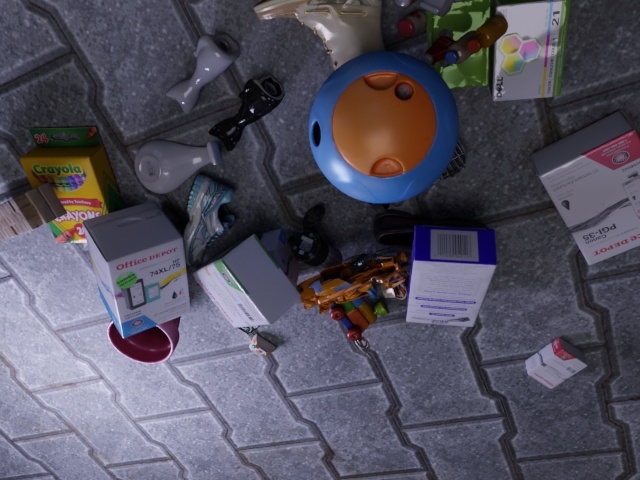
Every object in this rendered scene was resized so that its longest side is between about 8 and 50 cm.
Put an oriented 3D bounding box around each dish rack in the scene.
[{"bbox_3d":[0.190,-0.193,1.253,0.271,0.074,0.208,-28,117,24],"label":"dish rack"}]

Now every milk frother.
[{"bbox_3d":[0.000,0.000,1.411,0.143,0.129,0.134,-48,146,4],"label":"milk frother"}]

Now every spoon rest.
[{"bbox_3d":[-0.354,-0.195,1.342,0.276,0.084,0.137,-7,103,28],"label":"spoon rest"}]

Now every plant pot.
[{"bbox_3d":[-0.506,0.239,1.612,0.201,0.180,0.201,5,125,7],"label":"plant pot"}]

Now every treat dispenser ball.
[{"bbox_3d":[0.121,-0.216,1.040,0.288,0.288,0.288,5,125,7],"label":"treat dispenser ball"}]

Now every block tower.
[{"bbox_3d":[-0.788,-0.071,1.418,0.335,0.091,0.097,-9,112,47],"label":"block tower"}]

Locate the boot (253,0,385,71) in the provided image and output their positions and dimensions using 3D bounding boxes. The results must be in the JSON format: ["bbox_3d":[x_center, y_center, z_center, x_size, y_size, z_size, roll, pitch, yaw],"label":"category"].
[{"bbox_3d":[0.006,-0.423,1.111,0.261,0.095,0.204,-7,124,9],"label":"boot"}]

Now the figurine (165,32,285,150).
[{"bbox_3d":[-0.227,-0.331,1.225,0.215,0.092,0.209,41,126,-17],"label":"figurine"}]

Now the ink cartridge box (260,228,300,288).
[{"bbox_3d":[-0.106,0.071,1.469,0.060,0.104,0.180,-14,122,16],"label":"ink cartridge box"}]

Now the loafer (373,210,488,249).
[{"bbox_3d":[0.280,-0.001,1.352,0.302,0.095,0.109,9,124,4],"label":"loafer"}]

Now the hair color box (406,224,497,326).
[{"bbox_3d":[0.315,0.097,1.338,0.185,0.110,0.339,4,147,8],"label":"hair color box"}]

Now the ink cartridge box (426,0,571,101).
[{"bbox_3d":[0.345,-0.381,1.074,0.255,0.097,0.189,-3,124,11],"label":"ink cartridge box"}]

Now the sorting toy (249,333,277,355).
[{"bbox_3d":[-0.195,0.347,1.724,0.083,0.045,0.075,36,142,-15],"label":"sorting toy"}]

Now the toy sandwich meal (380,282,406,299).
[{"bbox_3d":[0.202,0.132,1.481,0.085,0.029,0.086,36,141,36],"label":"toy sandwich meal"}]

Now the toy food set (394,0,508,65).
[{"bbox_3d":[0.222,-0.404,1.026,0.232,0.104,0.111,35,145,18],"label":"toy food set"}]

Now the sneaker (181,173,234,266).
[{"bbox_3d":[-0.298,-0.033,1.430,0.122,0.110,0.283,14,126,-4],"label":"sneaker"}]

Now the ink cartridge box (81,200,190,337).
[{"bbox_3d":[-0.485,0.073,1.432,0.198,0.197,0.270,-21,135,-29],"label":"ink cartridge box"}]

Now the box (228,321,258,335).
[{"bbox_3d":[-0.227,0.239,1.640,0.083,0.052,0.062,36,122,-14],"label":"box"}]

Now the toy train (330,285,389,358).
[{"bbox_3d":[0.138,0.223,1.542,0.143,0.105,0.248,-32,115,13],"label":"toy train"}]

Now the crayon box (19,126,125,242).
[{"bbox_3d":[-0.656,-0.141,1.436,0.202,0.081,0.319,0,124,11],"label":"crayon box"}]

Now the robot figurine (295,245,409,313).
[{"bbox_3d":[0.096,0.101,1.381,0.290,0.085,0.211,-22,160,16],"label":"robot figurine"}]

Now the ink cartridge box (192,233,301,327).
[{"bbox_3d":[-0.202,0.116,1.411,0.201,0.117,0.278,54,152,-9],"label":"ink cartridge box"}]

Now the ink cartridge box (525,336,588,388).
[{"bbox_3d":[0.680,0.356,1.553,0.099,0.056,0.135,32,123,-12],"label":"ink cartridge box"}]

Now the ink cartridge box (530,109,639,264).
[{"bbox_3d":[0.635,-0.110,1.198,0.207,0.117,0.283,-28,115,26],"label":"ink cartridge box"}]
